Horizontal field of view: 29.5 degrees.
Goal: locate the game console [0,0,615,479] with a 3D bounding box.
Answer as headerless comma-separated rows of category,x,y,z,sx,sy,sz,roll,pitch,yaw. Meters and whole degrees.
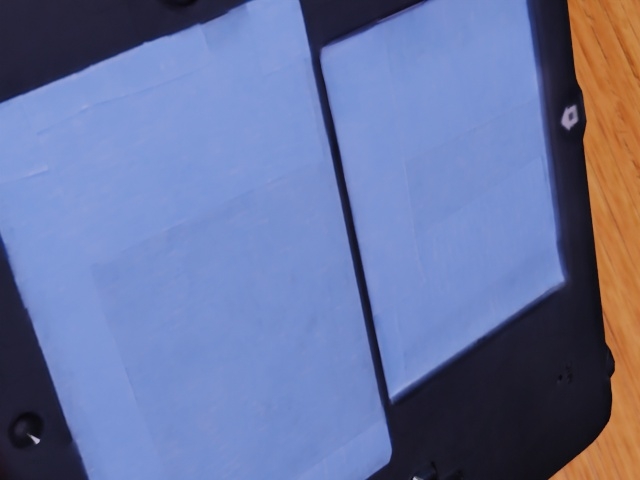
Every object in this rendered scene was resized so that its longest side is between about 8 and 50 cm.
game console,0.000,0.000,0.525,0.342,0.060,0.386,-27,119,-29
